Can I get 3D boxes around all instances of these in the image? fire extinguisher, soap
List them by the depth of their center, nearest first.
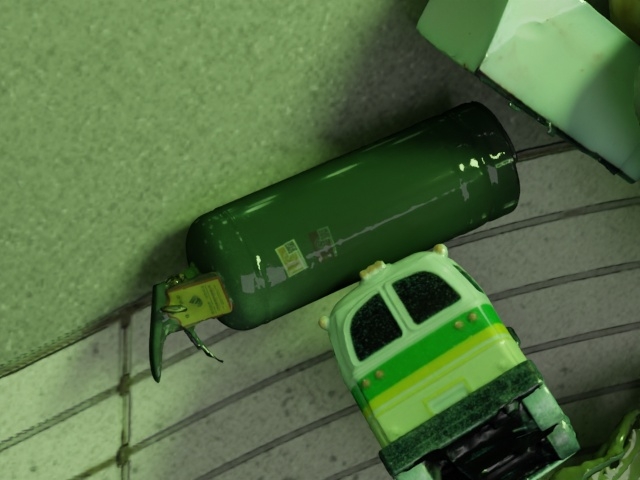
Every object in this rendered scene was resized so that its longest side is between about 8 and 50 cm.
[{"bbox_3d":[0.172,-0.136,1.152,0.230,0.145,0.091,28,101,-34],"label":"soap"},{"bbox_3d":[0.000,0.000,1.162,0.311,0.095,0.114,-22,98,-16],"label":"fire extinguisher"}]

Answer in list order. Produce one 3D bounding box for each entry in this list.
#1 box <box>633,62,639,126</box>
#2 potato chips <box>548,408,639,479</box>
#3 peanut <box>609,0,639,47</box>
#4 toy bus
[{"bbox_3d":[0.435,-0.129,1.190,0.396,0.111,0.396,-49,133,-12],"label":"box"},{"bbox_3d":[0.240,0.318,1.473,0.389,0.097,0.373,-35,133,-9],"label":"potato chips"},{"bbox_3d":[0.348,-0.203,1.239,0.263,0.101,0.117,-6,132,-26],"label":"peanut"},{"bbox_3d":[0.105,0.118,1.201,0.134,0.164,0.276,-32,158,3],"label":"toy bus"}]
